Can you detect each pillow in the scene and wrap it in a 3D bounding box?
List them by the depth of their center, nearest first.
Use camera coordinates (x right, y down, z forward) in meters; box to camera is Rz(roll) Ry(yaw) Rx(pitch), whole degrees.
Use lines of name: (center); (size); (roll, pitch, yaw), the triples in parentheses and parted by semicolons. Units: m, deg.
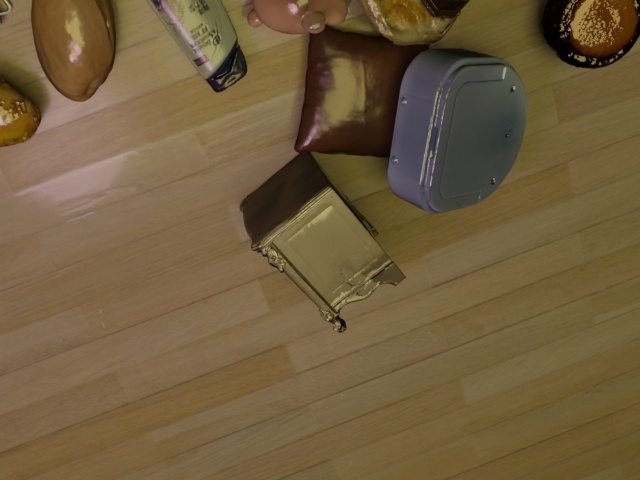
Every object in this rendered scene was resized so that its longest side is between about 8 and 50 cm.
pillow: (0.105, -0.345, 1.797); (0.307, 0.108, 0.306); (3, 109, -17)

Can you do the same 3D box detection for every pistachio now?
pistachio: (-0.520, -0.437, 1.595); (0.181, 0.162, 0.293); (8, 117, 18)

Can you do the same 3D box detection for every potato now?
potato: (-0.757, -0.281, 1.624); (0.300, 0.140, 0.173); (2, 120, -7)

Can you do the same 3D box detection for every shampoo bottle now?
shampoo bottle: (-0.284, -0.504, 1.659); (0.134, 0.078, 0.359); (-35, 116, 2)

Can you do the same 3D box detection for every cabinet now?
cabinet: (0.000, 0.000, 1.827); (0.227, 0.290, 0.318); (-39, 116, 6)

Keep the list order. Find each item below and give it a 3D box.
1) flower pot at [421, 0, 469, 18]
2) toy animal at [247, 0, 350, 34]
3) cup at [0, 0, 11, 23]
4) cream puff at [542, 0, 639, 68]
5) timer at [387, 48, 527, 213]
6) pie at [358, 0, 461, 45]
flower pot: (0.270, -0.615, 1.632); (0.179, 0.084, 0.251); (-48, 115, -9)
toy animal: (-0.035, -0.566, 1.615); (0.229, 0.210, 0.221); (-35, 131, -33)
cup: (-0.707, -0.500, 1.583); (0.104, 0.074, 0.116); (-24, 114, -27)
cream puff: (0.643, -0.529, 1.794); (0.239, 0.165, 0.239); (-3, 115, -6)
timer: (0.334, -0.267, 1.809); (0.395, 0.173, 0.395); (-20, 123, -35)
pie: (0.210, -0.605, 1.696); (0.339, 0.077, 0.339); (-5, 103, -24)
